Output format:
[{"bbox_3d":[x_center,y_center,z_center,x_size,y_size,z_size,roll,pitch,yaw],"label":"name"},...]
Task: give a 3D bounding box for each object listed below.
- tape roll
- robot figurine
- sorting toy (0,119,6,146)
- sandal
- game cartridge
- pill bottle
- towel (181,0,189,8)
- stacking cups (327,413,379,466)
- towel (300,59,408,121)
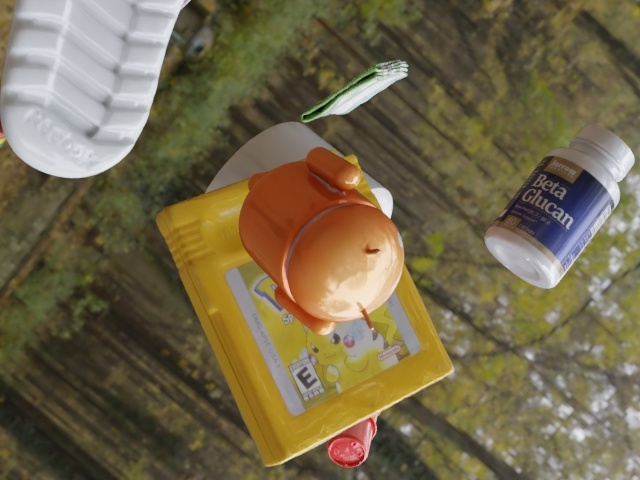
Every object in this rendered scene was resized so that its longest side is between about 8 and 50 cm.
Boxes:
[{"bbox_3d":[-0.038,-0.023,1.584,0.246,0.169,0.246,-42,157,-22],"label":"tape roll"},{"bbox_3d":[0.000,0.002,1.127,0.158,0.128,0.219,-50,-140,1],"label":"robot figurine"},{"bbox_3d":[-0.392,-0.082,1.069,0.046,0.132,0.274,-53,-164,31],"label":"sorting toy"},{"bbox_3d":[-0.172,-0.259,0.933,0.416,0.169,0.102,-65,-153,5],"label":"sandal"},{"bbox_3d":[-0.012,0.068,1.357,0.285,0.324,0.052,-23,177,-33],"label":"game cartridge"},{"bbox_3d":[0.261,-0.040,1.205,0.169,0.094,0.094,-51,-174,-11],"label":"pill bottle"},{"bbox_3d":[-0.235,-0.421,1.591,0.029,0.197,0.144,-30,-175,-34],"label":"towel"},{"bbox_3d":[0.060,0.243,1.817,0.096,0.096,0.316,-46,-169,32],"label":"stacking cups"},{"bbox_3d":[0.043,-0.176,1.339,0.113,0.023,0.152,-33,-179,20],"label":"towel"}]
